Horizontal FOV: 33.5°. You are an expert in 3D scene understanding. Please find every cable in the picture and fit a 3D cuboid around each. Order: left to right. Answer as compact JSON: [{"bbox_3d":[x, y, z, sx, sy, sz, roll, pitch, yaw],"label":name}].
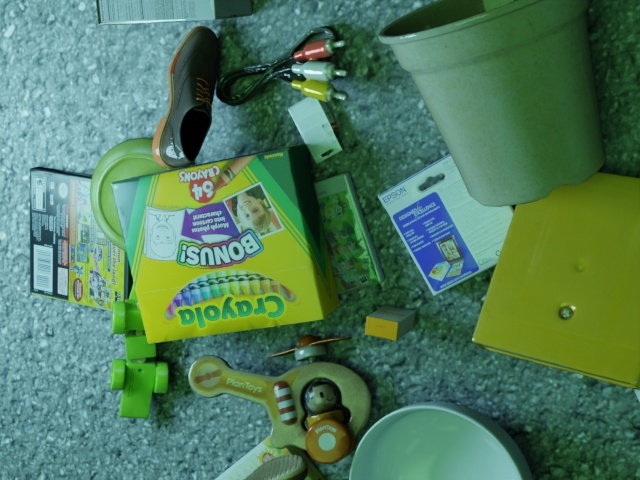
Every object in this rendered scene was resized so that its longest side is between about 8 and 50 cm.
[{"bbox_3d":[-0.071,-0.312,1.903,0.287,0.072,0.139,1,90,26],"label":"cable"}]

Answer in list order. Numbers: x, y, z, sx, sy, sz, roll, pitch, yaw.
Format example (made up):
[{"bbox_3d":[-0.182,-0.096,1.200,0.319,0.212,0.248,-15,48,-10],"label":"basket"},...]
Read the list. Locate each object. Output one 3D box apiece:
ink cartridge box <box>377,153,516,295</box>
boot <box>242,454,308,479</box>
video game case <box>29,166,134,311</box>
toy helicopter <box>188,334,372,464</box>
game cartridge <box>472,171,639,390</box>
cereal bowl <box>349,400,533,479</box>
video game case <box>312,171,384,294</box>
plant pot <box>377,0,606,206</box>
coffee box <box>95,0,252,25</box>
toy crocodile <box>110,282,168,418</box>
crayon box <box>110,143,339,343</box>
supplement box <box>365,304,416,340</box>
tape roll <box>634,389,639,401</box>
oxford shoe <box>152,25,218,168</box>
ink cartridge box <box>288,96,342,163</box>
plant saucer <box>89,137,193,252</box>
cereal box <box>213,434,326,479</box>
[{"bbox_3d":[0.236,-0.039,1.846,0.206,0.045,0.208,-29,91,27],"label":"ink cartridge box"},{"bbox_3d":[-0.072,0.540,2.070,0.248,0.090,0.207,-34,102,26],"label":"boot"},{"bbox_3d":[-0.491,-0.001,2.193,0.248,0.035,0.275,10,106,22],"label":"video game case"},{"bbox_3d":[-0.075,0.272,2.007,0.355,0.140,0.235,13,85,10],"label":"toy helicopter"},{"bbox_3d":[0.418,0.048,1.679,0.285,0.052,0.324,13,76,35],"label":"game cartridge"},{"bbox_3d":[0.229,0.448,1.900,0.339,0.141,0.339,1,92,29],"label":"cereal bowl"},{"bbox_3d":[0.000,0.000,1.975,0.193,0.023,0.212,-16,96,27],"label":"video game case"},{"bbox_3d":[0.295,-0.232,1.647,0.334,0.334,0.305,-12,109,26],"label":"plant pot"},{"bbox_3d":[-0.266,-0.445,1.922,0.246,0.141,0.098,3,104,25],"label":"coffee box"},{"bbox_3d":[-0.366,0.210,2.152,0.115,0.105,0.340,1,112,-12],"label":"toy crocodile"},{"bbox_3d":[-0.177,0.009,1.967,0.363,0.106,0.313,-10,97,20],"label":"crayon box"},{"bbox_3d":[0.127,0.148,1.912,0.062,0.098,0.036,9,103,23],"label":"supplement box"},{"bbox_3d":[0.624,0.245,1.609,0.286,0.286,0.100,30,113,15],"label":"tape roll"},{"bbox_3d":[-0.223,-0.261,1.933,0.098,0.097,0.271,5,82,51],"label":"oxford shoe"},{"bbox_3d":[-0.004,-0.204,1.925,0.063,0.029,0.115,-26,92,26],"label":"ink cartridge box"},{"bbox_3d":[-0.346,-0.080,2.078,0.241,0.037,0.241,2,101,12],"label":"plant saucer"},{"bbox_3d":[-0.109,0.506,2.135,0.240,0.047,0.173,-41,85,27],"label":"cereal box"}]
